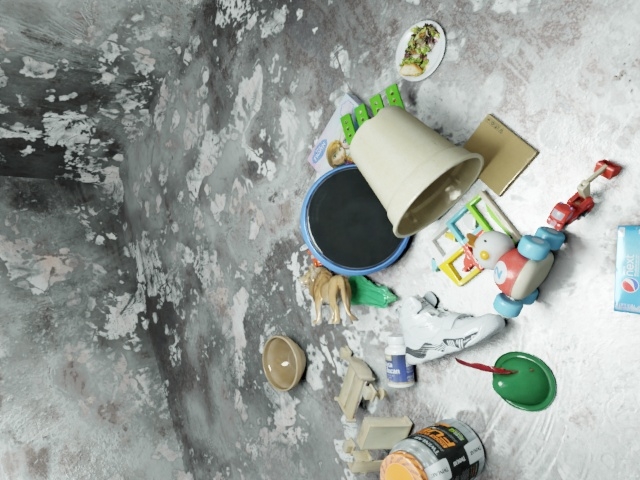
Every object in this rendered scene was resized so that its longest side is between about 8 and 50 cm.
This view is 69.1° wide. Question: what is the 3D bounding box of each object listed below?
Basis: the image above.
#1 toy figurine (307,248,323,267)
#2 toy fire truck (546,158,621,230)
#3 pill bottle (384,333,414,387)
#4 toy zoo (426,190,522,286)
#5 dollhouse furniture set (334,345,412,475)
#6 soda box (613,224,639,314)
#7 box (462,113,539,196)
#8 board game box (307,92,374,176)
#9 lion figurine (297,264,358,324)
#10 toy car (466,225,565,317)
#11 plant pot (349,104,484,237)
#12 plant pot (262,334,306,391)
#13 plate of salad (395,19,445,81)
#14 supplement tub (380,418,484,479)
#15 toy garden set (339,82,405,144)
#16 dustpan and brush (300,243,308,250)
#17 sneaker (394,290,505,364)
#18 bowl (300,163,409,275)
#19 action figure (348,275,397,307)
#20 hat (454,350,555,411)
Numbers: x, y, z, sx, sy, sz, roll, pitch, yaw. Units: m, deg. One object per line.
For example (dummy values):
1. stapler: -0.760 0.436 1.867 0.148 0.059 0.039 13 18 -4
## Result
1. toy figurine: 0.054 0.012 1.739 0.209 0.213 0.148 -11 85 4
2. toy fire truck: 0.663 -0.116 1.175 0.047 0.192 0.135 44 149 37
3. pill bottle: 0.271 0.415 1.610 0.094 0.094 0.170 -9 84 45
4. toy zoo: 0.459 0.011 1.461 0.293 0.030 0.192 -49 57 34
5. dollhouse furniture set: 0.171 0.626 1.747 0.355 0.173 0.304 -129 52 -62
6. soda box: 0.760 0.069 1.123 0.067 0.071 0.210 5 94 46
7. box: 0.524 -0.257 1.399 0.201 0.021 0.164 54 125 31
8. board game box: 0.120 -0.340 1.779 0.318 0.065 0.319 53 123 32
9. lion figurine: 0.044 0.197 1.760 0.392 0.142 0.241 -17 69 62
10. toy car: 0.495 0.047 1.282 0.238 0.210 0.219 32 123 34
11. plant pot: 0.264 -0.232 1.415 0.305 0.333 0.334 52 125 22
12. plant pot: -0.142 0.526 2.025 0.237 0.109 0.238 1 91 45
13. plate of salad: 0.330 -0.646 1.578 0.199 0.048 0.200 0 90 46
14. supplement tub: 0.334 0.668 1.389 0.193 0.315 0.194 0 90 45
15. toy garden set: 0.201 -0.391 1.623 0.244 0.049 0.204 -23 77 36
16. dustpan and brush: 0.000 0.000 1.910 0.211 0.060 0.148 -30 70 42
17. sneaker: 0.382 0.248 1.463 0.365 0.137 0.210 -36 68 43
18. bowl: 0.123 -0.073 1.596 0.390 0.077 0.392 0 88 2
19. action figure: 0.191 0.195 1.710 0.232 0.063 0.137 10 100 51
20. hat: 0.515 0.408 1.296 0.208 0.183 0.173 -1 90 46
